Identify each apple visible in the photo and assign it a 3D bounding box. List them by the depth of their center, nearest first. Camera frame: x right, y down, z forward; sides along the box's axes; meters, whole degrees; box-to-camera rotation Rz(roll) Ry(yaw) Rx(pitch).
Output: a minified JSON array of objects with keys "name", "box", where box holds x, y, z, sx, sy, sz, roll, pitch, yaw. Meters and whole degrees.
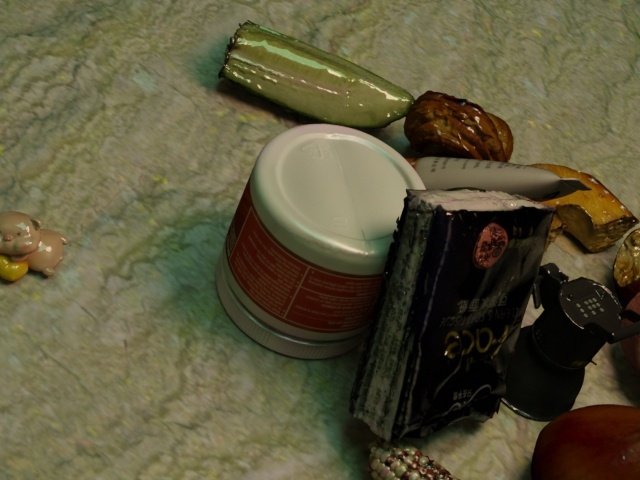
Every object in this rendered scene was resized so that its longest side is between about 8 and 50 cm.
[{"name":"apple","box":[0.552,0.057,1.971,0.156,0.147,0.158,-5,34,16]}]

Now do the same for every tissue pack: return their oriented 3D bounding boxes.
[{"name":"tissue pack","box":[0.182,0.098,1.619,0.245,0.332,0.123,-1,22,-41]}]

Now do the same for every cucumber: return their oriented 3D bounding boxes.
[{"name":"cucumber","box":[-0.006,-0.261,2.047,0.325,0.105,0.145,19,19,-7]}]

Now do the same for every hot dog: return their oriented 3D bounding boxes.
[{"name":"hot dog","box":[0.236,-0.171,2.033,0.175,0.114,0.259,22,6,18]}]

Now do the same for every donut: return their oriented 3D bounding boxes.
[{"name":"donut","box":[0.384,-0.052,2.022,0.259,0.101,0.152,-7,52,-26]}]

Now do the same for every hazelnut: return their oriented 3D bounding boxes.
[{"name":"hazelnut","box":[0.387,0.304,1.631,0.208,0.208,0.208,12,47,-13]}]

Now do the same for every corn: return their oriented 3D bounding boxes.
[{"name":"corn","box":[0.169,0.355,1.576,0.280,0.092,0.092,37,46,15]}]

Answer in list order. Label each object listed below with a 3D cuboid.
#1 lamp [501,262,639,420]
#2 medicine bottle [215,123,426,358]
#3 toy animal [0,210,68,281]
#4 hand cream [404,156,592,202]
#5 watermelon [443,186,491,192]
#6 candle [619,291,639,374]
[{"name":"lamp","box":[0.346,0.131,1.751,0.147,0.227,0.172,-13,56,-31]},{"name":"medicine bottle","box":[0.000,0.000,1.712,0.253,0.241,0.252,13,46,-14]},{"name":"toy animal","box":[-0.400,0.004,1.647,0.114,0.082,0.091,15,47,-11]},{"name":"hand cream","box":[0.259,-0.089,1.907,0.140,0.314,0.089,10,79,-65]},{"name":"watermelon","box":[0.213,0.021,1.809,0.212,0.212,0.212,12,47,-13]},{"name":"candle","box":[0.633,0.149,1.857,0.287,0.317,0.131,58,7,-17]}]
